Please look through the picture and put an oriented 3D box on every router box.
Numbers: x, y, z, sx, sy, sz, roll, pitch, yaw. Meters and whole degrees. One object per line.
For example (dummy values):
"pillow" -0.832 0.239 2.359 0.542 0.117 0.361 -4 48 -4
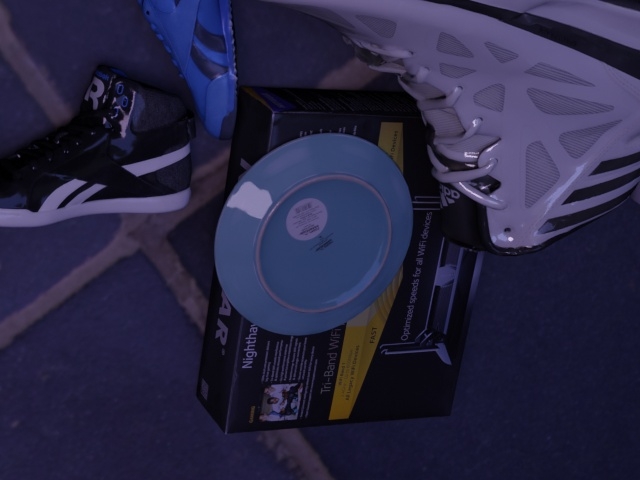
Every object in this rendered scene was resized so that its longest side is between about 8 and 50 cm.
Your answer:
"router box" 0.028 0.019 1.298 0.243 0.081 0.309 0 112 -27

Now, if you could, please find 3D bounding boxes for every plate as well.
"plate" 0.000 0.000 1.211 0.188 0.024 0.188 -10 117 -21

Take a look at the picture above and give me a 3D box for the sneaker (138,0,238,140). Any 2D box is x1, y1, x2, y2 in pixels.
"sneaker" -0.109 -0.180 1.155 0.082 0.069 0.209 -7 119 -3

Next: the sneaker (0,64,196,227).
"sneaker" -0.204 -0.082 1.142 0.217 0.079 0.121 -7 112 -34

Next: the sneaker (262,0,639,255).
"sneaker" 0.109 -0.109 1.130 0.447 0.169 0.257 8 112 -26

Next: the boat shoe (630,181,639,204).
"boat shoe" 0.472 -0.109 1.441 0.367 0.136 0.156 -5 114 -29
